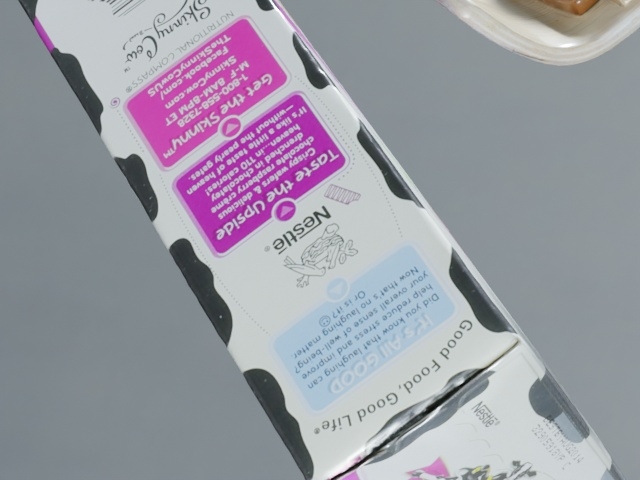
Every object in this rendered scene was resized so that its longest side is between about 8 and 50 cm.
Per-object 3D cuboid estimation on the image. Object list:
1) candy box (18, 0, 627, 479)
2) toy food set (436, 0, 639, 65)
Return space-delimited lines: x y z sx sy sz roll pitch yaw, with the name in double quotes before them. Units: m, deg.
"candy box" 0.000 0.000 0.607 0.233 0.071 0.159 55 3 35
"toy food set" 0.140 -0.217 0.836 0.306 0.092 0.220 -41 30 -1
